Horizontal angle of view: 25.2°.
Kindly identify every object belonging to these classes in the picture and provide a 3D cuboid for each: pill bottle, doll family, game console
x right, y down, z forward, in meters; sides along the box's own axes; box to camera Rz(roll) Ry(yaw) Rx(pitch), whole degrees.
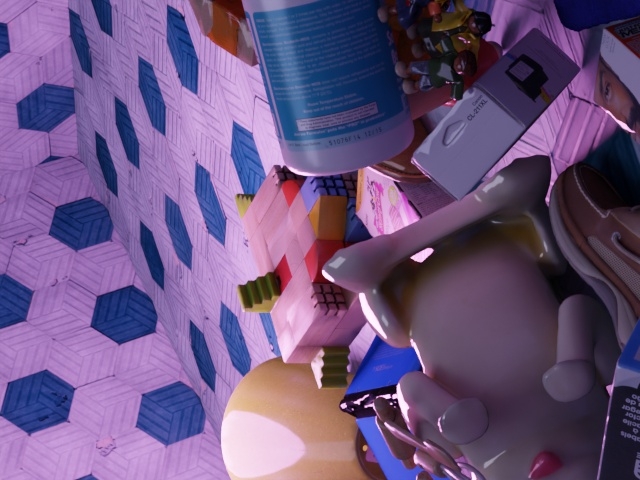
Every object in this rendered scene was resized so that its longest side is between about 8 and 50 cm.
[{"bbox_3d":[0.003,-0.211,1.500,0.146,0.146,0.264,26,134,64],"label":"pill bottle"},{"bbox_3d":[0.120,-0.238,1.428,0.111,0.076,0.193,-9,106,48],"label":"doll family"},{"bbox_3d":[0.157,0.241,2.122,0.173,0.250,0.293,32,163,-10],"label":"game console"}]

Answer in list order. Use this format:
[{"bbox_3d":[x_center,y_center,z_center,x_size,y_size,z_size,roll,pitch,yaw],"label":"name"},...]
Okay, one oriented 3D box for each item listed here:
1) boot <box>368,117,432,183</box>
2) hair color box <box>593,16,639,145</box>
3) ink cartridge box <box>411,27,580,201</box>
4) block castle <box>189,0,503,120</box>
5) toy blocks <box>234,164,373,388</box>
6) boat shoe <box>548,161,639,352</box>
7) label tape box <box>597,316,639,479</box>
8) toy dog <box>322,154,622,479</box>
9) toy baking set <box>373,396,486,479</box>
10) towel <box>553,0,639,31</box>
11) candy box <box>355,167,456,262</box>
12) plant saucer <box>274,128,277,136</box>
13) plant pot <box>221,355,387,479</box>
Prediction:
[{"bbox_3d":[0.078,-0.193,1.966,0.305,0.112,0.115,57,145,42],"label":"boot"},{"bbox_3d":[0.335,-0.132,1.383,0.093,0.053,0.167,89,156,-42],"label":"hair color box"},{"bbox_3d":[0.188,-0.135,1.529,0.072,0.175,0.127,42,130,3],"label":"ink cartridge box"},{"bbox_3d":[0.026,-0.353,1.673,0.453,0.213,0.303,33,132,29],"label":"block castle"},{"bbox_3d":[0.000,0.000,2.232,0.261,0.190,0.381,-57,41,43],"label":"toy blocks"},{"bbox_3d":[0.340,0.024,1.455,0.116,0.123,0.324,-52,41,27],"label":"boat shoe"},{"bbox_3d":[0.385,0.239,1.311,0.249,0.115,0.348,17,131,20],"label":"label tape box"},{"bbox_3d":[0.215,0.173,1.660,0.395,0.284,0.408,78,168,-73],"label":"toy dog"},{"bbox_3d":[0.132,0.244,1.527,0.196,0.030,0.256,36,163,38],"label":"toy baking set"},{"bbox_3d":[0.259,-0.362,1.368,0.227,0.076,0.308,-167,59,-76],"label":"towel"},{"bbox_3d":[0.133,-0.028,2.002,0.159,0.071,0.233,92,153,-46],"label":"candy box"},{"bbox_3d":[-0.033,-0.144,2.433,0.067,0.018,0.192,96,150,-50],"label":"plant saucer"},{"bbox_3d":[0.026,0.332,2.392,0.293,0.274,0.275,-5,103,55],"label":"plant pot"}]
